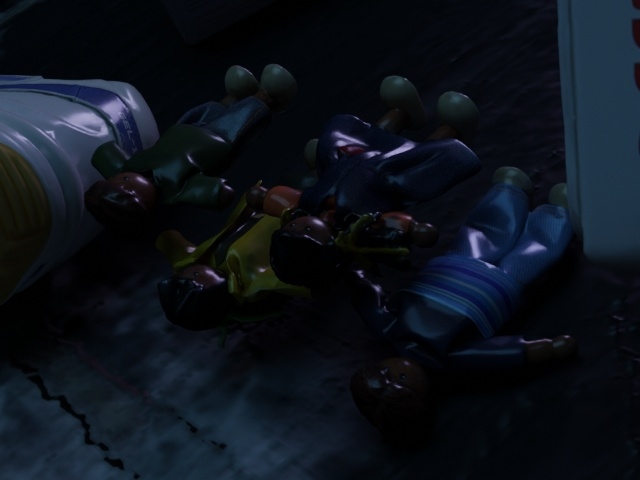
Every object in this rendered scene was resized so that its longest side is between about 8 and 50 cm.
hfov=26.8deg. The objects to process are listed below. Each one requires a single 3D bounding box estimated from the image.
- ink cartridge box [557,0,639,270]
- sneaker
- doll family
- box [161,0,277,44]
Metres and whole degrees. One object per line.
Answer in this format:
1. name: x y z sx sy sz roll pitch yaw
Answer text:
1. ink cartridge box: 0.204 -0.097 0.316 0.278 0.201 0.117 -2 3 35
2. sneaker: -0.201 -0.018 0.637 0.296 0.112 0.131 2 22 36
3. doll family: 0.000 0.000 0.466 0.193 0.076 0.111 8 39 39
4. box: -0.059 -0.187 0.748 0.101 0.087 0.102 -28 61 -5
